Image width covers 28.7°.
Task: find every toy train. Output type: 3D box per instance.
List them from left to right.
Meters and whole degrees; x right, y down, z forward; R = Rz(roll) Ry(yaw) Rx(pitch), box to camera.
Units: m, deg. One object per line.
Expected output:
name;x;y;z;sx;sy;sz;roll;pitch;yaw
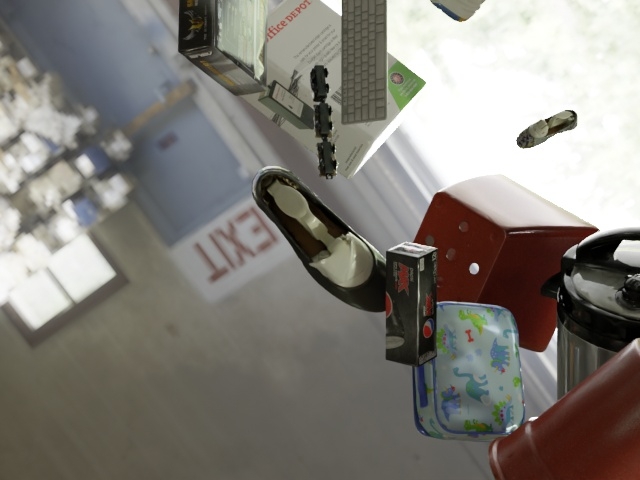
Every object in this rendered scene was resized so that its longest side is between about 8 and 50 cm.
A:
toy train;0.002;-0.155;1.659;0.027;0.158;0.036;-2;166;-14

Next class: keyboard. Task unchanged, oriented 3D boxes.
keyboard;0.057;-0.277;1.607;0.072;0.256;0.014;-5;173;43

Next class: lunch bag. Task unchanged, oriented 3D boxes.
lunch bag;0.229;0.209;2.000;0.176;0.219;0.090;4;163;-24

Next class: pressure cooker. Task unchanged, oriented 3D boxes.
pressure cooker;0.587;0.178;2.129;0.369;0.421;0.375;-7;-157;-3

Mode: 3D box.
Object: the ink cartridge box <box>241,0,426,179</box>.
ink cartridge box;0.007;-0.265;2.086;0.198;0.273;0.115;-48;174;-41

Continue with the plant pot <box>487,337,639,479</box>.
plant pot;0.425;0.298;1.758;0.265;0.272;0.272;-48;-177;19

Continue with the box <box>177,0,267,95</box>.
box;-0.134;-0.343;1.768;0.056;0.231;0.183;-5;166;20

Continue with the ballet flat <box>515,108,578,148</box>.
ballet flat;0.360;-0.182;1.989;0.114;0.041;0.041;-23;-177;-16

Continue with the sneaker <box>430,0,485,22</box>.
sneaker;0.203;-0.538;2.350;0.131;0.296;0.112;-46;-149;30

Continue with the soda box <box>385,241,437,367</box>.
soda box;0.129;0.092;1.790;0.060;0.169;0.053;11;-160;34

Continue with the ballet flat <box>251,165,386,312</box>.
ballet flat;0.000;0.000;1.820;0.095;0.280;0.096;-47;173;-3

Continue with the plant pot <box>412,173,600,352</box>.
plant pot;0.311;0.034;2.337;0.235;0.267;0.267;5;113;-49
